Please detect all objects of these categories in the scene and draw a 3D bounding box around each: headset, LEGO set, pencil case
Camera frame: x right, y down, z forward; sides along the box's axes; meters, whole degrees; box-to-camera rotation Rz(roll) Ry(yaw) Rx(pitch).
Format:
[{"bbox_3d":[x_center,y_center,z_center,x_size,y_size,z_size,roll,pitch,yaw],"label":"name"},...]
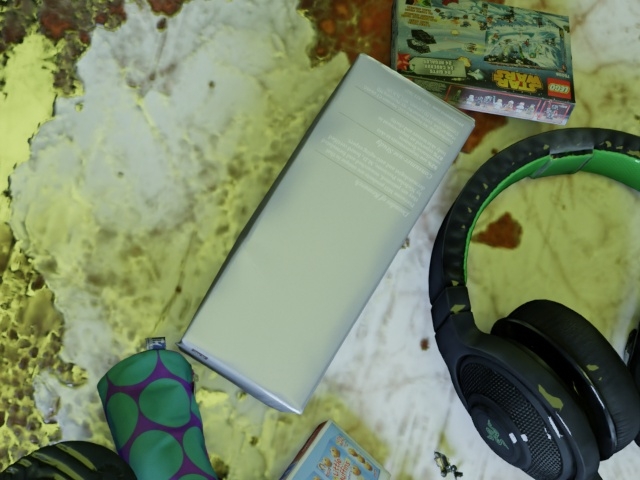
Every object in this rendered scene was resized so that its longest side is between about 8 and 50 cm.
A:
[{"bbox_3d":[0.212,0.116,0.968,0.243,0.185,0.394,-7,70,-12],"label":"headset"},{"bbox_3d":[0.070,0.194,0.977,0.083,0.023,0.054,-34,106,-25],"label":"LEGO set"},{"bbox_3d":[-0.097,0.143,0.881,0.070,0.064,0.152,-11,55,-18],"label":"pencil case"}]

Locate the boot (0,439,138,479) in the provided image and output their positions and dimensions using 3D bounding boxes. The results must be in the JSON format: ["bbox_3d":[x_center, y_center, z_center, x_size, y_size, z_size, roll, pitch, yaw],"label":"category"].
[{"bbox_3d":[-0.228,0.247,0.846,0.094,0.207,0.246,39,60,-6],"label":"boot"}]

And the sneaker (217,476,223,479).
[{"bbox_3d":[-0.075,0.296,0.908,0.130,0.109,0.286,-15,91,-23],"label":"sneaker"}]

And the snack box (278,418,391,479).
[{"bbox_3d":[-0.017,0.206,0.917,0.064,0.022,0.178,43,49,-4],"label":"snack box"}]

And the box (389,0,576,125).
[{"bbox_3d":[0.121,-0.139,0.996,0.137,0.027,0.094,9,53,-6],"label":"box"}]

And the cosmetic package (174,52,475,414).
[{"bbox_3d":[0.000,0.000,0.935,0.107,0.127,0.238,30,83,-3],"label":"cosmetic package"}]
